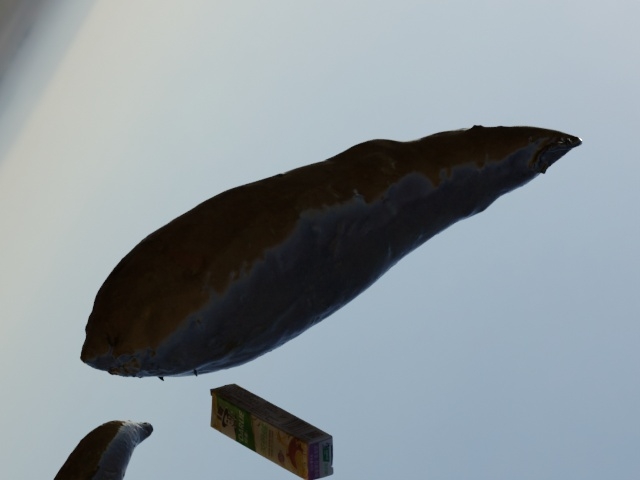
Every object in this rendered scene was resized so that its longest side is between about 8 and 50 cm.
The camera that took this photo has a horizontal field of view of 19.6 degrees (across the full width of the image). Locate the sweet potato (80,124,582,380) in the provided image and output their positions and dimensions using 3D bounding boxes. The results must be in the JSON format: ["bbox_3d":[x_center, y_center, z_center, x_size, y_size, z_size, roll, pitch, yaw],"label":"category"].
[{"bbox_3d":[0.000,-0.002,1.437,0.423,0.130,0.130,-24,-179,-15],"label":"sweet potato"}]

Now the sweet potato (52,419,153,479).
[{"bbox_3d":[-0.236,0.239,1.664,0.069,0.059,0.249,22,-125,41],"label":"sweet potato"}]

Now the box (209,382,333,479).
[{"bbox_3d":[-0.060,0.227,2.203,0.207,0.041,0.049,22,-62,49],"label":"box"}]
